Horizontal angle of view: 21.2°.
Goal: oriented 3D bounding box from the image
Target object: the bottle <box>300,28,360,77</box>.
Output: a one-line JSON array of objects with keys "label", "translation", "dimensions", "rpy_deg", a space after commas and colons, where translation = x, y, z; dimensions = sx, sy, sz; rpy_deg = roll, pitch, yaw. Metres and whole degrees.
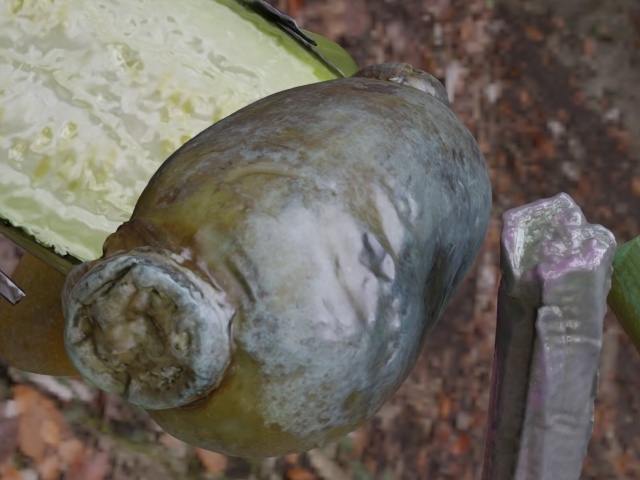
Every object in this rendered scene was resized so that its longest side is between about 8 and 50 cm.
[{"label": "bottle", "translation": [-0.017, -0.154, 1.722], "dimensions": [0.260, 0.112, 0.112], "rpy_deg": [1, 92, -70]}]

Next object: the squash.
[{"label": "squash", "translation": [-0.162, -0.104, 1.160], "dimensions": [0.309, 0.210, 0.233], "rpy_deg": [40, 68, -31]}]

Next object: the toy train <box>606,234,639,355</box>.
[{"label": "toy train", "translation": [0.380, 0.091, 1.622], "dimensions": [0.307, 0.189, 0.126], "rpy_deg": [59, 19, 9]}]

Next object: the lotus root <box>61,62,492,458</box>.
[{"label": "lotus root", "translation": [0.002, 0.001, 0.910], "dimensions": [0.349, 0.175, 0.175], "rpy_deg": [-43, 123, -54]}]

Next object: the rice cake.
[{"label": "rice cake", "translation": [0.108, 0.100, 0.881], "dimensions": [0.055, 0.049, 0.269], "rpy_deg": [-18, 127, -28]}]

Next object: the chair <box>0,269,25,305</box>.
[{"label": "chair", "translation": [-0.309, -0.071, 1.318], "dimensions": [0.319, 0.160, 0.186], "rpy_deg": [49, 15, -18]}]

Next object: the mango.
[{"label": "mango", "translation": [-0.153, 0.029, 1.731], "dimensions": [0.221, 0.384, 0.199], "rpy_deg": [65, 10, 5]}]
